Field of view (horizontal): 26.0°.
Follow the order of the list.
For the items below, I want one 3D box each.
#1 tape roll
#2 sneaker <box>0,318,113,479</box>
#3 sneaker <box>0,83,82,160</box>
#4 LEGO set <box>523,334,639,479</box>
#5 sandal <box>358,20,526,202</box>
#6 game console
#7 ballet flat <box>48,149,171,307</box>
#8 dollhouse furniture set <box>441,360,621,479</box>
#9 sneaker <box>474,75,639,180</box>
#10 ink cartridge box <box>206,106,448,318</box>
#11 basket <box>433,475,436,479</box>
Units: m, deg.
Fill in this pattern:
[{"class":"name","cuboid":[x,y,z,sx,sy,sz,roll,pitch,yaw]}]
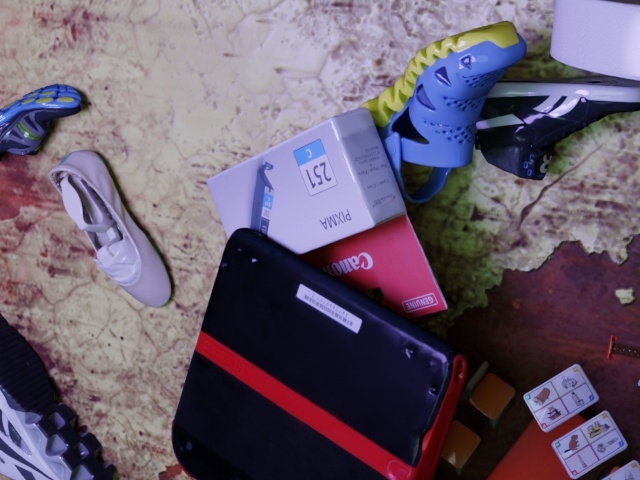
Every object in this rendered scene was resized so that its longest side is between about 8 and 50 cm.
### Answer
[{"class":"tape roll","cuboid":[0.423,-0.201,1.370,0.392,0.392,0.072,11,106,23]},{"class":"sneaker","cuboid":[-0.456,0.261,2.028,0.146,0.122,0.330,-37,84,25]},{"class":"sneaker","cuboid":[-0.406,-0.163,1.953,0.188,0.067,0.078,-22,113,26]},{"class":"LEGO set","cuboid":[0.379,0.194,1.617,0.244,0.060,0.182,-31,90,-5]},{"class":"sandal","cuboid":[0.145,-0.145,1.610,0.138,0.126,0.317,65,150,10]},{"class":"game console","cuboid":[-0.016,0.207,1.700,0.386,0.060,0.342,29,107,35]},{"class":"ballet flat","cuboid":[-0.297,-0.009,1.917,0.086,0.086,0.248,-33,87,27]},{"class":"dollhouse furniture set","cuboid":[0.233,0.306,1.642,0.262,0.135,0.259,37,75,10]},{"class":"sneaker","cuboid":[0.283,-0.129,1.629,0.217,0.079,0.121,4,106,33]},{"class":"ink cartridge box","cuboid":[0.000,0.000,1.724,0.296,0.066,0.261,-21,91,53]},{"class":"basket","cuboid":[0.093,0.385,1.788,0.204,0.154,0.227,-25,94,31]}]
